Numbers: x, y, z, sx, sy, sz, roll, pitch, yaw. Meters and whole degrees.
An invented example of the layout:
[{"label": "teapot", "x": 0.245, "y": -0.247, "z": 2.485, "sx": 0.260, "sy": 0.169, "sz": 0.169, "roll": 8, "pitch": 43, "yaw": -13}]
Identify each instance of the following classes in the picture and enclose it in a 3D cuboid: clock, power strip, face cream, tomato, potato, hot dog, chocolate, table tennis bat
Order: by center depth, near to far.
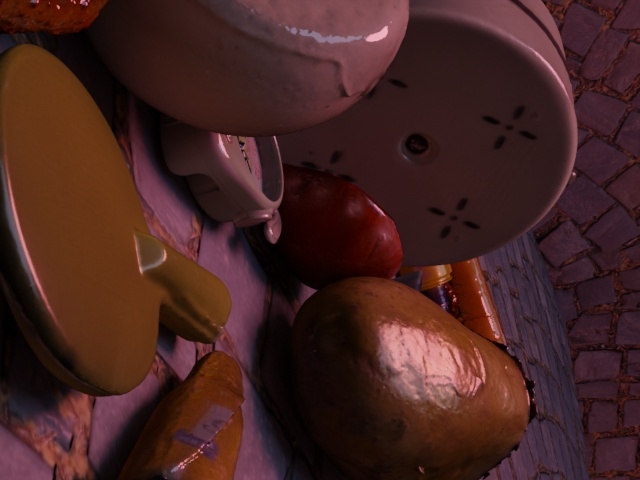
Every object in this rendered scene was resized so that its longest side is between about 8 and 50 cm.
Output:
[{"label": "table tennis bat", "x": -0.139, "y": 0.005, "z": 0.863, "sx": 0.369, "sy": 0.054, "sz": 0.224, "roll": 46, "pitch": 32, "yaw": -69}, {"label": "chocolate", "x": -0.093, "y": 0.141, "z": 0.904, "sx": 0.219, "sy": 0.085, "sz": 0.086, "roll": -80, "pitch": 151, "yaw": -68}, {"label": "clock", "x": -0.084, "y": -0.084, "z": 1.176, "sx": 0.191, "sy": 0.062, "sz": 0.152, "roll": 56, "pitch": 23, "yaw": -50}, {"label": "potato", "x": 0.062, "y": 0.143, "z": 1.259, "sx": 0.266, "sy": 0.229, "sz": 0.229, "roll": 33, "pitch": 41, "yaw": -46}, {"label": "tomato", "x": 0.007, "y": 0.005, "z": 1.303, "sx": 0.082, "sy": 0.166, "sz": 0.174, "roll": -54, "pitch": 136, "yaw": -19}, {"label": "power strip", "x": 0.116, "y": -0.139, "z": 1.392, "sx": 0.161, "sy": 0.357, "sz": 0.358, "roll": -83, "pitch": 153, "yaw": -51}, {"label": "face cream", "x": 0.143, "y": 0.013, "z": 1.862, "sx": 0.078, "sy": 0.078, "sz": 0.273, "roll": -36, "pitch": 109, "yaw": -74}, {"label": "hot dog", "x": 0.238, "y": 0.108, "z": 2.101, "sx": 0.076, "sy": 0.102, "sz": 0.249, "roll": -11, "pitch": 81, "yaw": -34}]

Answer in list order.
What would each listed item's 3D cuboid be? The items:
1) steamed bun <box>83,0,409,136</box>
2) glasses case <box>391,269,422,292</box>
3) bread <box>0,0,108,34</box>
[{"label": "steamed bun", "x": -0.076, "y": -0.198, "z": 1.029, "sx": 0.283, "sy": 0.177, "sz": 0.283, "roll": 20, "pitch": 45, "yaw": -22}, {"label": "glasses case", "x": 0.088, "y": 0.130, "z": 1.625, "sx": 0.266, "sy": 0.056, "sz": 0.105, "roll": -63, "pitch": 159, "yaw": -68}, {"label": "bread", "x": -0.216, "y": -0.181, "z": 0.769, "sx": 0.139, "sy": 0.095, "sz": 0.269, "roll": 61, "pitch": 28, "yaw": -3}]
